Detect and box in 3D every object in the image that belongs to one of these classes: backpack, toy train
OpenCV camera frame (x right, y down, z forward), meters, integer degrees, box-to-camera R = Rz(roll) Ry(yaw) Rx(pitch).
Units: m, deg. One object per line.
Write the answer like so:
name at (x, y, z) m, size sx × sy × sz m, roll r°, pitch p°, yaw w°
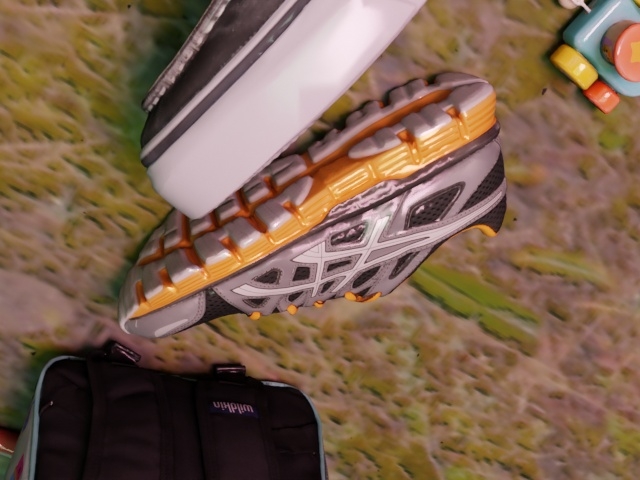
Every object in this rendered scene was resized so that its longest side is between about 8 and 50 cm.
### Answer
backpack at (-0.075, 0.155, 0.430) m, size 0.165 × 0.188 × 0.144 m, roll 15°, pitch 105°, yaw -19°
toy train at (0.166, -0.139, 0.420) m, size 0.125 × 0.046 × 0.166 m, roll -11°, pitch 114°, yaw -3°

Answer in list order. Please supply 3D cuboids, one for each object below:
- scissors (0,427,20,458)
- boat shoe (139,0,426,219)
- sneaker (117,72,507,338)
scissors at (-0.252, 0.068, 0.466) m, size 0.109 × 0.021 × 0.297 m, roll -28°, pitch 116°, yaw 7°
boat shoe at (0.014, -0.167, 0.362) m, size 0.119 × 0.121 × 0.335 m, roll 36°, pitch 93°, yaw -13°
sneaker at (0.000, 0.000, 0.441) m, size 0.214 × 0.084 × 0.083 m, roll -26°, pitch 119°, yaw 3°
